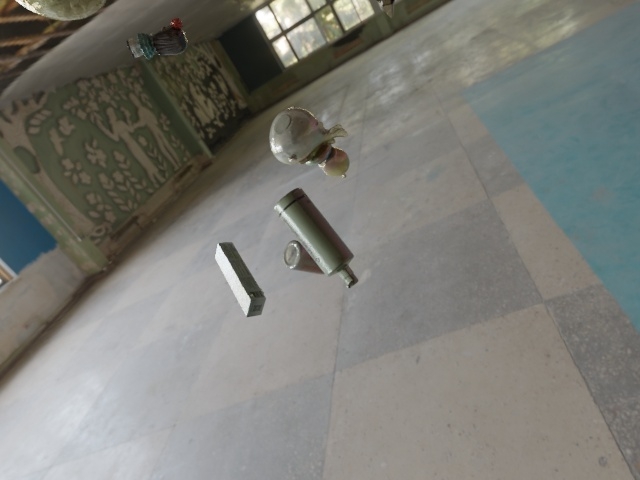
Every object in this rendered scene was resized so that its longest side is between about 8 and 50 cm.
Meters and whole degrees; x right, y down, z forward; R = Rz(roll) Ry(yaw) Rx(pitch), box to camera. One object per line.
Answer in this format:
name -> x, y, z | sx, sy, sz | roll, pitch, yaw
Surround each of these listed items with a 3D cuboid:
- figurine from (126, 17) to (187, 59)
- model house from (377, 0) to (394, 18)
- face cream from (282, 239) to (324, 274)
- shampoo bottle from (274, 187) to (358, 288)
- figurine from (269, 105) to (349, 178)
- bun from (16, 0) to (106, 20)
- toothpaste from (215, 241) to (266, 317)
figurine -> -0.296, -0.364, 0.821 | 0.105, 0.060, 0.047 | -15, 40, -4
model house -> 0.220, -0.961, 1.719 | 0.176, 0.248, 0.181 | 0, 50, 30
face cream -> -0.005, 0.068, 1.572 | 0.101, 0.251, 0.101 | -16, 68, 46
shampoo bottle -> 0.000, 0.000, 1.066 | 0.085, 0.262, 0.085 | -38, -6, -5
figurine -> 0.003, -0.345, 1.682 | 0.274, 0.394, 0.227 | -10, 65, 35
bun -> -0.782, -0.835, 1.311 | 0.364, 0.364, 0.202 | -34, 37, -5
toothpaste -> -0.297, 0.133, 1.645 | 0.067, 0.081, 0.337 | -3, 37, -34
